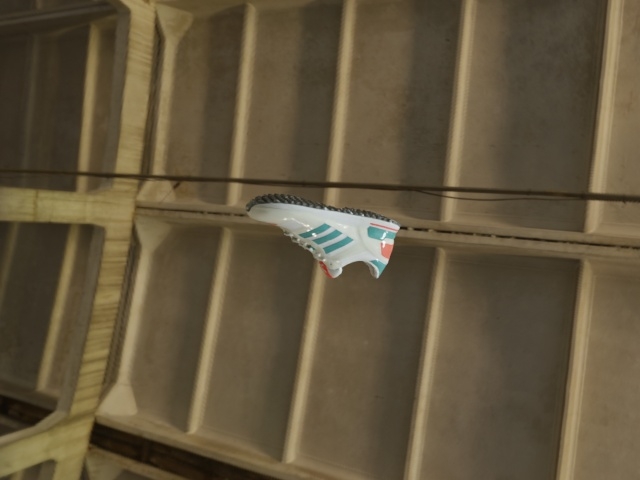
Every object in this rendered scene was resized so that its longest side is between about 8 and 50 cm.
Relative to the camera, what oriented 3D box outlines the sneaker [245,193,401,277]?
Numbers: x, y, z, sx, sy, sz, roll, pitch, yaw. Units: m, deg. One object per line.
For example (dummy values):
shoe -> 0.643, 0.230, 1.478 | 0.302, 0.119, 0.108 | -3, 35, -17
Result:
sneaker -> 0.000, 0.000, 0.618 | 0.161, 0.057, 0.075 | 9, -81, -16
